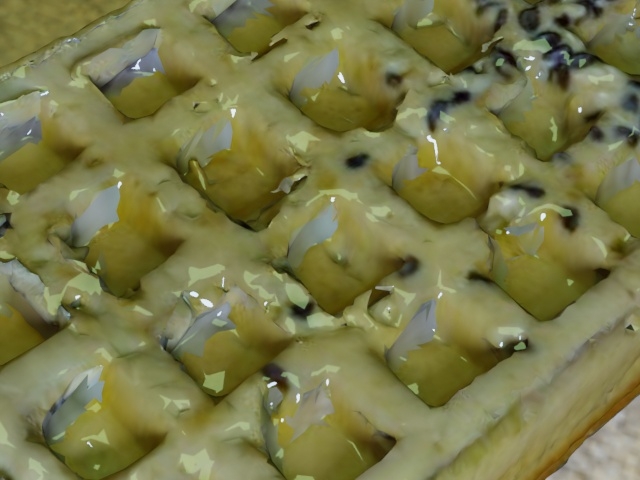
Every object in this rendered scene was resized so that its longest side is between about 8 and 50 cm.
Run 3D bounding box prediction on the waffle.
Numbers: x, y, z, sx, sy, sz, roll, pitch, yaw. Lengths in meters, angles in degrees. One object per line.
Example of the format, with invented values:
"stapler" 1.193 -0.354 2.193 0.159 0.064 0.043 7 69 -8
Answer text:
"waffle" 0.000 0.000 0.698 0.376 0.114 0.261 -36 65 -29
